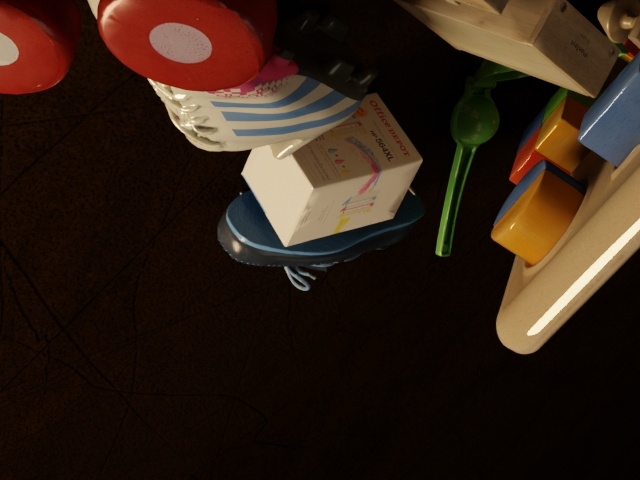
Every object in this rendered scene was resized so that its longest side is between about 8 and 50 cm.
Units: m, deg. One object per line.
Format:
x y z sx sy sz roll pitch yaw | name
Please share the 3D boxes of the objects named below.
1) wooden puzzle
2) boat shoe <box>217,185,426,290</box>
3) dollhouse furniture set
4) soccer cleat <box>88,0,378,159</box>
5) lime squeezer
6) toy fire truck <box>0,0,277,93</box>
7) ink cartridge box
0.266 -0.105 1.513 0.080 0.348 0.322 30 129 -10 | wooden puzzle
0.000 0.000 1.585 0.258 0.109 0.089 -3 146 -41 | boat shoe
0.210 -0.322 1.309 0.303 0.173 0.356 28 89 -47 | dollhouse furniture set
-0.083 -0.127 1.252 0.143 0.116 0.331 -42 152 22 | soccer cleat
0.179 -0.119 1.555 0.059 0.110 0.310 -23 158 -47 | lime squeezer
-0.140 -0.220 0.882 0.302 0.169 0.254 0 150 19 | toy fire truck
0.018 -0.070 1.492 0.143 0.092 0.090 -16 150 -31 | ink cartridge box
